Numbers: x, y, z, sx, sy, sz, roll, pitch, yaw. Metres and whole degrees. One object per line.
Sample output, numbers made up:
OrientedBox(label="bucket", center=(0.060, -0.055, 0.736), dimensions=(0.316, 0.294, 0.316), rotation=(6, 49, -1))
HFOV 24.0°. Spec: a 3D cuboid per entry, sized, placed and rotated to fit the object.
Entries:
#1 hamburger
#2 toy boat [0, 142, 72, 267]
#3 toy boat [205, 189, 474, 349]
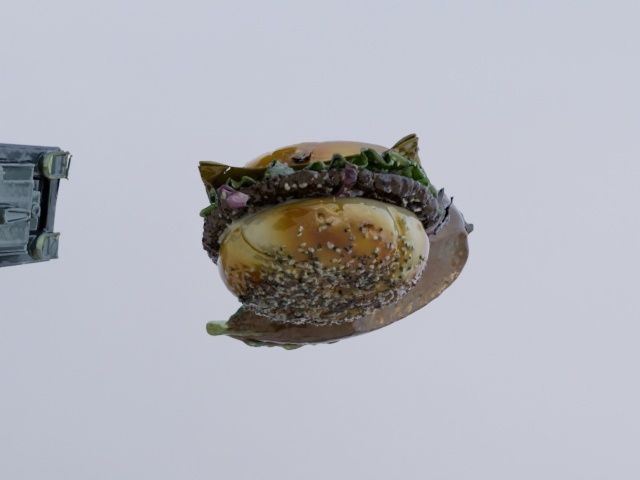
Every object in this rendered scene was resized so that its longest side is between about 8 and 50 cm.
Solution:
OrientedBox(label="hamburger", center=(0.003, 0.001, 0.981), dimensions=(0.164, 0.093, 0.189), rotation=(-11, -23, 14))
OrientedBox(label="toy boat", center=(-0.316, -0.028, 1.284), dimensions=(0.122, 0.296, 0.114), rotation=(8, -84, 24))
OrientedBox(label="toy boat", center=(0.034, 0.045, 1.487), dimensions=(0.099, 0.293, 0.108), rotation=(35, -36, 50))
